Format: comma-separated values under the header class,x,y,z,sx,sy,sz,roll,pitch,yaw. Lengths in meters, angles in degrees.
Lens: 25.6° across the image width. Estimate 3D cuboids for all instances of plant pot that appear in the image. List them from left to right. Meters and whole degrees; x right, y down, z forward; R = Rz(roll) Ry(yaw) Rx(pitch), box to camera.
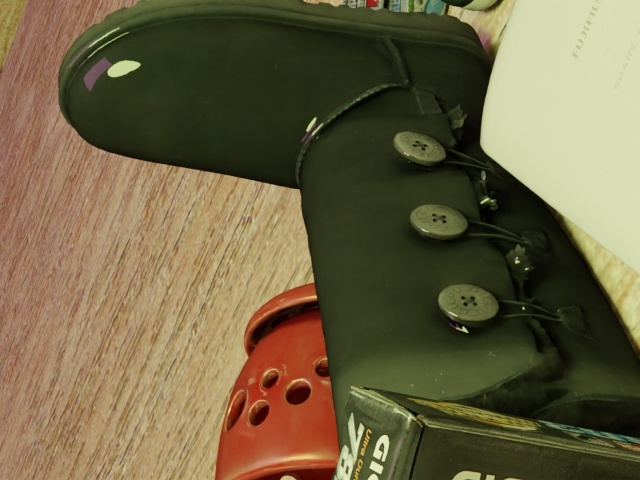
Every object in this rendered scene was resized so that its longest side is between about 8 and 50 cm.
class,x,y,z,sx,sy,sz,roll,pitch,yaw
plant pot,0.015,0.138,1.110,0.191,0.191,0.174,-47,34,48

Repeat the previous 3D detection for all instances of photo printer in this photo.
class,x,y,z,sx,sy,sz,roll,pitch,yaw
photo printer,0.220,-0.121,0.892,0.256,0.107,0.307,-69,26,17

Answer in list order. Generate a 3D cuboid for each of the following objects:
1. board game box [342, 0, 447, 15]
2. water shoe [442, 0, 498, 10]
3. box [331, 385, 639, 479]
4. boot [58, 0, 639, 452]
class,x,y,z,sx,sy,sz,roll,pitch,yaw
board game box,0.084,-0.277,1.316,0.194,0.060,0.194,8,86,66
water shoe,0.139,-0.297,1.182,0.073,0.080,0.203,22,99,65
box,0.120,0.232,0.606,0.073,0.296,0.293,18,94,67
boot,0.002,0.000,1.022,0.146,0.367,0.445,94,168,-45
